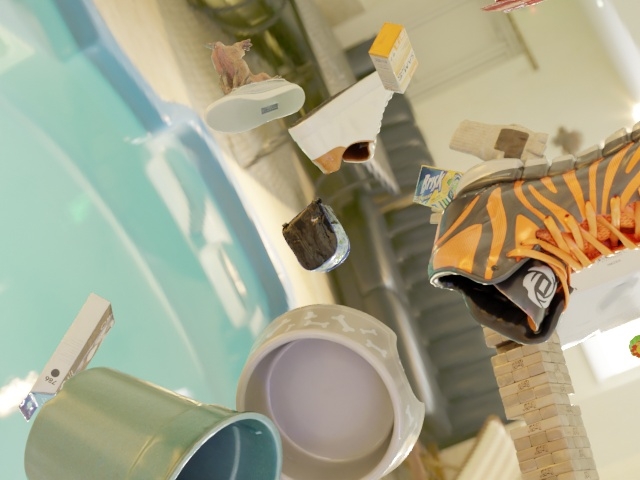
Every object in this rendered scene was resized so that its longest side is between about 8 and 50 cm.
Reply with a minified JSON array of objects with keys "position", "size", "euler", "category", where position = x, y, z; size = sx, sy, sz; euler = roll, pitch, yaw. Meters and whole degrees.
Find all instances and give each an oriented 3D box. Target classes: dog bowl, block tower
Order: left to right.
[{"position":[0.007,0.293,1.648],"size":[0.349,0.348,0.102],"euler":[65,20,-3],"category":"dog bowl"},{"position":[0.347,0.269,1.451],"size":[0.097,0.091,0.336],"euler":[13,58,-50],"category":"block tower"}]

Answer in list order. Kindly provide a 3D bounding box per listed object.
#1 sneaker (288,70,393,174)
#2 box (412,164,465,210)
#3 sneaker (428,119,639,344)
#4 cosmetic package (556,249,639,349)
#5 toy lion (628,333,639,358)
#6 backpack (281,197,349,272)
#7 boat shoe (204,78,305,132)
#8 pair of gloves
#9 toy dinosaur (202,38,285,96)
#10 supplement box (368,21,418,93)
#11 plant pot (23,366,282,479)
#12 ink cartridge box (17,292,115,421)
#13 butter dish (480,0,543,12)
[{"position":[0.064,-0.204,1.597],"size":[0.290,0.106,0.123],"euler":[-42,102,-40],"category":"sneaker"},{"position":[0.179,-0.062,1.208],"size":[0.169,0.059,0.054],"euler":[-151,-106,-74],"category":"box"},{"position":[0.235,0.003,0.794],"size":[0.125,0.321,0.180],"euler":[52,46,-25],"category":"sneaker"},{"position":[0.510,0.076,1.752],"size":[0.225,0.224,0.138],"euler":[87,-20,-54],"category":"cosmetic package"},{"position":[0.644,0.203,1.779],"size":[0.100,0.096,0.034],"euler":[44,30,-39],"category":"toy lion"},{"position":[0.000,0.000,1.714],"size":[0.084,0.105,0.114],"euler":[18,39,-57],"category":"backpack"},{"position":[-0.145,-0.283,1.914],"size":[0.081,0.227,0.079],"euler":[42,-39,44],"category":"boat shoe"},{"position":[0.328,-0.124,1.803],"size":[0.042,0.204,0.240],"euler":[42,65,-51],"category":"pair of gloves"},{"position":[-0.234,-0.448,2.461],"size":[0.296,0.127,0.200],"euler":[54,30,14],"category":"toy dinosaur"},{"position":[0.116,-0.286,1.457],"size":[0.062,0.036,0.098],"euler":[-63,151,-17],"category":"supplement box"},{"position":[-0.297,0.388,1.574],"size":[0.341,0.334,0.341],"euler":[-34,134,-44],"category":"plant pot"},{"position":[-0.624,0.303,2.305],"size":[0.065,0.333,0.165],"euler":[28,-23,3],"category":"ink cartridge box"},{"position":[0.307,-0.398,1.312],"size":[0.160,0.159,0.118],"euler":[-136,-152,-79],"category":"butter dish"}]
